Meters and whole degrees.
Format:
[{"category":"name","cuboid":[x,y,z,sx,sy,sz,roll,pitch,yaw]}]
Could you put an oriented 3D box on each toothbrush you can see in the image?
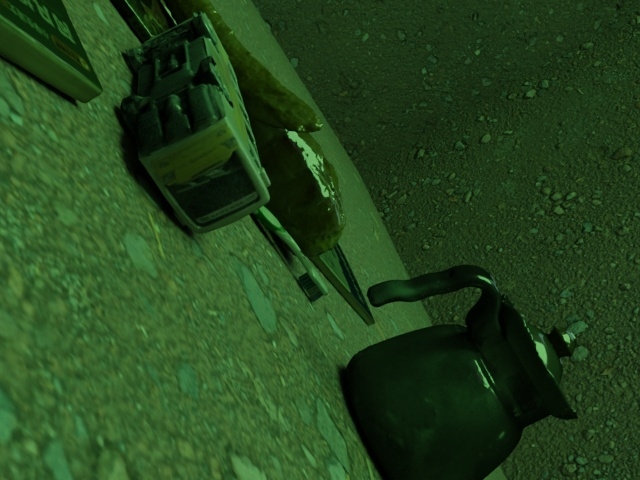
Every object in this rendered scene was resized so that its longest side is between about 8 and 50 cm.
[{"category":"toothbrush","cuboid":[-0.075,-0.036,1.017,0.304,0.030,0.030,57,9,-24]}]

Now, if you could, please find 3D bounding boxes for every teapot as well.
[{"category":"teapot","cuboid":[0.181,0.157,0.997,0.305,0.285,0.223,61,8,-2]}]

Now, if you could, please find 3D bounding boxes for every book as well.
[{"category":"book","cuboid":[-0.267,-0.244,0.568,0.264,0.027,0.202,63,8,17]},{"category":"book","cuboid":[0.000,0.000,1.396,0.322,0.018,0.228,50,13,-51]},{"category":"book","cuboid":[-0.230,-0.299,1.004,0.228,0.024,0.160,56,11,-33]}]

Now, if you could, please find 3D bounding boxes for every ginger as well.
[{"category":"ginger","cuboid":[-0.051,-0.101,1.083,0.263,0.116,0.109,56,25,-6]}]

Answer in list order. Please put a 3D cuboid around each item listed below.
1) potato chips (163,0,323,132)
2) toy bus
[{"category":"potato chips","cuboid":[-0.130,-0.262,1.026,0.407,0.057,0.080,54,-30,23]},{"category":"toy bus","cuboid":[-0.132,-0.140,0.811,0.342,0.097,0.138,-110,175,-55]}]
